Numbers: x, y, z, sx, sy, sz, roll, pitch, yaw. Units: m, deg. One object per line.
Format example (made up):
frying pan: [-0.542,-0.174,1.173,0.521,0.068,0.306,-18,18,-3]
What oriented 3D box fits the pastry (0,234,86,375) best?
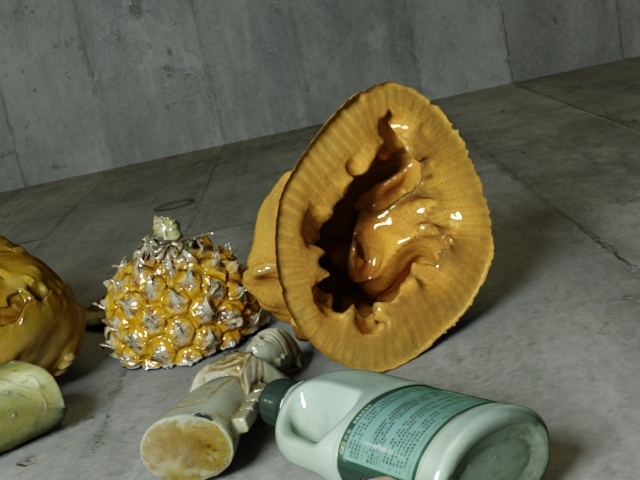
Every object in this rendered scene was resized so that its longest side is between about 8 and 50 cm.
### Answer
pastry: [-0.377,0.085,1.035,0.255,0.162,0.311,-8,19,-31]

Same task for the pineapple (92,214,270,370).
pineapple: [-0.147,0.039,1.069,0.176,0.137,0.161,-14,13,-12]

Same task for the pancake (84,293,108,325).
pancake: [-0.206,0.068,1.243,0.158,0.028,0.158,-13,11,2]

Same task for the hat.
hat: [0.000,0.000,1.000,0.233,0.244,0.233,-9,-3,-33]

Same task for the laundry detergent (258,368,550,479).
laundry detergent: [0.034,0.124,0.692,0.099,0.070,0.225,-29,21,-33]

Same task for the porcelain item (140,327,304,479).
porcelain item: [-0.064,0.118,0.843,0.084,0.054,0.213,-14,11,21]

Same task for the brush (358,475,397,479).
brush: [0.098,0.179,0.435,0.065,0.070,0.327,-6,12,-18]

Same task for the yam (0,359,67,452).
yam: [-0.385,0.182,0.830,0.371,0.083,0.083,-20,15,-28]
